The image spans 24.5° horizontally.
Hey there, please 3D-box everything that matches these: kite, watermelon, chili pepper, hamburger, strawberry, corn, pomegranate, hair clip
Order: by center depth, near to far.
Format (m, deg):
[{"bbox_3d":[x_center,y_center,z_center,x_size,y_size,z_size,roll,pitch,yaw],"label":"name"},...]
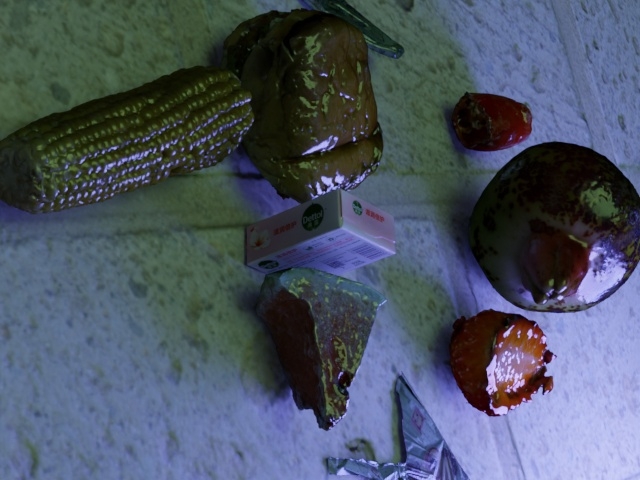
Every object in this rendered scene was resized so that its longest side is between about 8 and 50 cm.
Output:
[{"bbox_3d":[-0.164,-0.092,1.312,0.320,0.097,0.097,-26,95,-53],"label":"corn"},{"bbox_3d":[0.004,0.100,1.439,0.121,0.098,0.158,-16,82,-40],"label":"watermelon"},{"bbox_3d":[-0.009,-0.143,1.510,0.183,0.130,0.206,-20,92,-52],"label":"hamburger"},{"bbox_3d":[0.090,0.244,1.546,0.250,0.012,0.229,21,54,-46],"label":"kite"},{"bbox_3d":[0.009,-0.279,1.677,0.229,0.036,0.066,41,39,-25],"label":"hair clip"},{"bbox_3d":[0.203,0.142,1.702,0.188,0.082,0.121,17,80,-59],"label":"strawberry"},{"bbox_3d":[0.275,0.001,1.736,0.214,0.214,0.248,58,25,-16],"label":"pomegranate"},{"bbox_3d":[0.217,-0.147,1.863,0.123,0.073,0.070,-4,119,-51],"label":"chili pepper"}]

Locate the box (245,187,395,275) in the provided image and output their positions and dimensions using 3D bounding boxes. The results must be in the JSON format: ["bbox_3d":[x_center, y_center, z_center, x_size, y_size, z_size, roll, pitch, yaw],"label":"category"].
[{"bbox_3d":[0.000,0.000,1.450,0.089,0.125,0.043,27,52,-45],"label":"box"}]
